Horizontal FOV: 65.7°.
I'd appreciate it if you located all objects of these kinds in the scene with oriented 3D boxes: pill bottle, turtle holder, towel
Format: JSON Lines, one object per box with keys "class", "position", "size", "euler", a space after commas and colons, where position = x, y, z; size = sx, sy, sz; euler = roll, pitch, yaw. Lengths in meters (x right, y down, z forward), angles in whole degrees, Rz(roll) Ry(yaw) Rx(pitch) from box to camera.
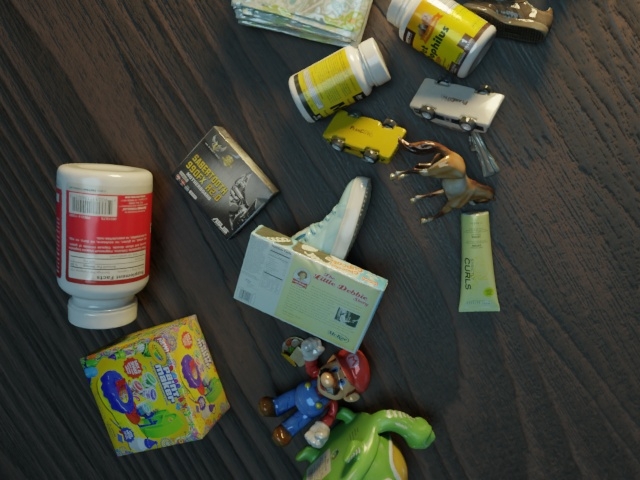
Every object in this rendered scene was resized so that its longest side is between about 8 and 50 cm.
{"class": "pill bottle", "position": [0.249, -0.447, 1.045], "size": [0.215, 0.117, 0.117], "euler": [38, 107, 10]}
{"class": "turtle holder", "position": [0.111, 0.550, 1.227], "size": [0.227, 0.243, 0.320], "euler": [43, 69, -10]}
{"class": "pill bottle", "position": [0.044, -0.362, 1.121], "size": [0.208, 0.119, 0.119], "euler": [-22, 93, 19]}
{"class": "pill bottle", "position": [-0.567, 0.011, 1.305], "size": [0.229, 0.229, 0.407], "euler": [10, 102, 14]}
{"class": "towel", "position": [-0.014, -0.646, 1.108], "size": [0.321, 0.090, 0.374], "euler": [18, 104, 9]}

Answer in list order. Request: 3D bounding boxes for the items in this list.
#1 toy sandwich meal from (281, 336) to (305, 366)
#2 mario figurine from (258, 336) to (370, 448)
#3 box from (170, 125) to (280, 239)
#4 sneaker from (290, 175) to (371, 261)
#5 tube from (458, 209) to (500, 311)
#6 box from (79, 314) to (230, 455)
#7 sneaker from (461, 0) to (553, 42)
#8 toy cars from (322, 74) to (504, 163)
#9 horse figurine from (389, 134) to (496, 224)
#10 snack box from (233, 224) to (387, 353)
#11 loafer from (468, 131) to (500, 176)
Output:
{"class": "toy sandwich meal", "position": [-0.066, 0.297, 1.315], "size": [0.086, 0.029, 0.085], "euler": [3, 100, 15]}
{"class": "mario figurine", "position": [-0.020, 0.375, 1.228], "size": [0.320, 0.170, 0.198], "euler": [-40, 103, 16]}
{"class": "box", "position": [-0.245, -0.146, 1.275], "size": [0.183, 0.056, 0.231], "euler": [-42, 87, 19]}
{"class": "sneaker", "position": [0.000, 0.000, 1.189], "size": [0.150, 0.135, 0.366], "euler": [25, 105, 6]}
{"class": "tube", "position": [0.360, 0.052, 1.138], "size": [0.070, 0.062, 0.240], "euler": [14, 114, 55]}
{"class": "box", "position": [-0.448, 0.395, 1.367], "size": [0.279, 0.177, 0.290], "euler": [-19, 94, 17]}
{"class": "sneaker", "position": [0.390, -0.474, 1.042], "size": [0.188, 0.066, 0.071], "euler": [25, 80, 13]}
{"class": "toy cars", "position": [0.203, -0.255, 1.109], "size": [0.394, 0.087, 0.176], "euler": [-16, 61, 16]}
{"class": "horse figurine", "position": [0.258, -0.128, 1.060], "size": [0.174, 0.066, 0.263], "euler": [-18, 137, 26]}
{"class": "snack box", "position": [-0.029, 0.112, 1.143], "size": [0.322, 0.060, 0.187], "euler": [24, 117, 7]}
{"class": "loafer", "position": [0.353, -0.199, 1.102], "size": [0.039, 0.045, 0.125], "euler": [-29, 94, 25]}
